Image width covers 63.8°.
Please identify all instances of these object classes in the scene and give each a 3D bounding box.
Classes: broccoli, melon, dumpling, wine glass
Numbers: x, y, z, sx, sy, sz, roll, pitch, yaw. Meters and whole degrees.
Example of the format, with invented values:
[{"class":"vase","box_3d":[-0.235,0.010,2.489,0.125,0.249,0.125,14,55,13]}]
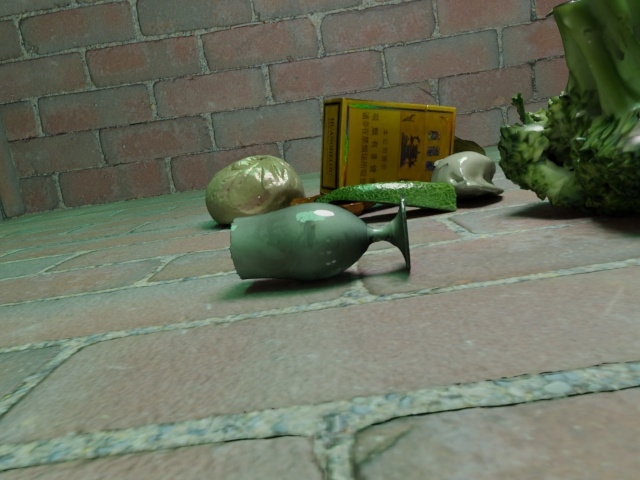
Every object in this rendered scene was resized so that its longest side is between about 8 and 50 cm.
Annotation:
[{"class":"broccoli","box_3d":[0.425,-0.172,0.676,0.277,0.317,0.338,-27,43,-8]},{"class":"melon","box_3d":[0.117,-0.082,0.967,0.262,0.053,0.114,2,-1,5]},{"class":"dumpling","box_3d":[0.292,-0.121,1.007,0.150,0.092,0.176,11,-10,-13]},{"class":"wine glass","box_3d":[0.000,0.000,0.600,0.202,0.092,0.093,-4,11,8]}]

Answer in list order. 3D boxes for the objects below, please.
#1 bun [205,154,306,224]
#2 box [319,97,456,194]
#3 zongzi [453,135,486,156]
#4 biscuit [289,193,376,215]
[{"class":"bun","box_3d":[-0.149,-0.122,1.207,0.244,0.153,0.244,-5,8,1]},{"class":"box","box_3d":[0.147,-0.192,1.089,0.302,0.192,0.084,-5,13,-31]},{"class":"zongzi","box_3d":[0.332,-0.251,1.334,0.221,0.112,0.242,-3,-32,2]},{"class":"biscuit","box_3d":[0.018,-0.070,1.073,0.183,0.043,0.280,-2,17,17]}]
